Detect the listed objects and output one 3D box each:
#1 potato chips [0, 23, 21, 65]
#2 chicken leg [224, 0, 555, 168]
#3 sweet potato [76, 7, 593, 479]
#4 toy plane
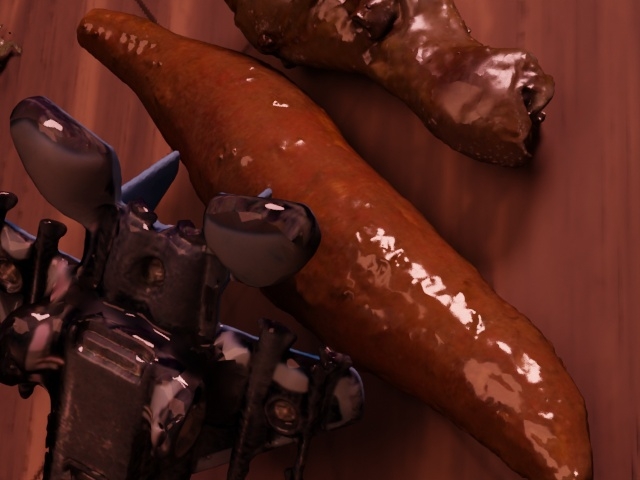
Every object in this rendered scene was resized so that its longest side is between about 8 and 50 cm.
[{"bbox_3d":[-0.231,-0.156,0.778,0.202,0.029,0.220,-27,55,28],"label":"potato chips"},{"bbox_3d":[0.021,-0.090,0.532,0.085,0.069,0.198,-37,57,-9],"label":"chicken leg"},{"bbox_3d":[0.000,0.000,0.508,0.314,0.066,0.072,49,142,36],"label":"sweet potato"},{"bbox_3d":[-0.077,0.076,0.486,0.169,0.078,0.246,23,112,15],"label":"toy plane"}]
